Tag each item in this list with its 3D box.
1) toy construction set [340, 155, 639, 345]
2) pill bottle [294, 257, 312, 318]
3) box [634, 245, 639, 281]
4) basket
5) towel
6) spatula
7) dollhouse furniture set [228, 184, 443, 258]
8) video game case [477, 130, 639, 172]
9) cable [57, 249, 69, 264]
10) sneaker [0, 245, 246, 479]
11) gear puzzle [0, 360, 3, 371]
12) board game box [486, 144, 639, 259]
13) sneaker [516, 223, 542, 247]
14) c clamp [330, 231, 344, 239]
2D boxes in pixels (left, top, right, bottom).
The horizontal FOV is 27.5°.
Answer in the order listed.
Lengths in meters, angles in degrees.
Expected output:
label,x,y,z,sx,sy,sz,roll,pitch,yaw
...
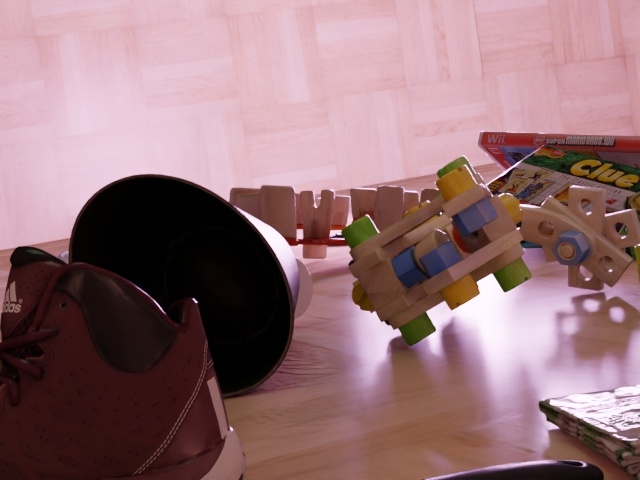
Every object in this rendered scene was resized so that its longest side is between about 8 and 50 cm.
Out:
label,x,y,z,sx,sy,sz,roll,pitch,yaw
toy construction set,0.147,-0.001,1.199,0.215,0.151,0.328,-35,-20,36
pill bottle,-0.085,0.050,1.367,0.087,0.087,0.160,-13,7,-41
box,0.386,0.017,1.205,0.109,0.042,0.178,-11,6,-19
basket,-0.096,0.039,1.149,0.154,0.204,0.227,-49,-7,5
towel,0.199,0.104,0.744,0.113,0.023,0.152,-7,3,-8
spatula,0.009,0.137,0.610,0.296,0.030,0.084,-10,7,-23
dollhouse furniture set,0.000,0.000,1.754,0.259,0.135,0.262,2,-2,-39
video game case,0.382,-0.094,1.774,0.285,0.025,0.204,5,-17,34
cable,-0.231,0.047,1.626,0.257,0.089,0.257,-14,8,-38
sneaker,-0.187,0.089,0.714,0.281,0.162,0.106,-11,6,-23
gear puzzle,-0.297,0.109,0.939,0.339,0.044,0.175,-14,-21,-45
board game box,0.318,-0.050,1.557,0.136,0.030,0.260,-32,31,-27
sneaker,0.272,-0.041,1.717,0.110,0.107,0.275,-19,8,-13
c clamp,0.091,-0.011,2.106,0.161,0.022,0.137,-2,14,42
